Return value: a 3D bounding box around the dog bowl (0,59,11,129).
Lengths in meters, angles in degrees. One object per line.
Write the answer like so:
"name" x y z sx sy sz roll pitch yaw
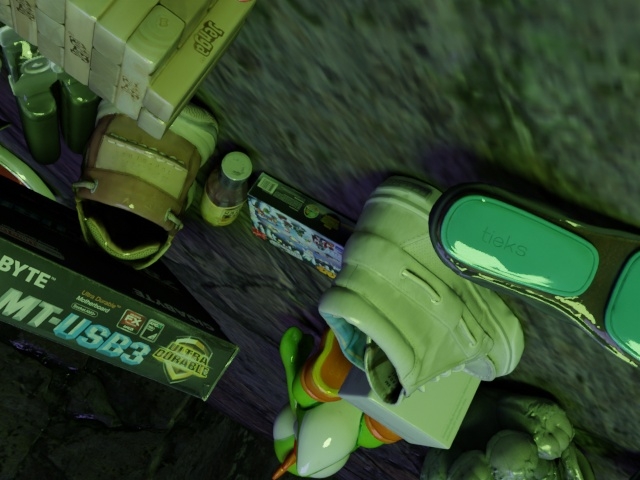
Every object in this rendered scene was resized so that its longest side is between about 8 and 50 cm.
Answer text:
"dog bowl" -0.397 -0.206 0.540 0.349 0.102 0.348 37 157 19

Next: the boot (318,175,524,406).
"boot" 0.077 0.074 0.536 0.095 0.123 0.258 15 154 41

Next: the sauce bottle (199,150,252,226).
"sauce bottle" -0.085 -0.045 0.622 0.042 0.042 0.128 35 162 -5

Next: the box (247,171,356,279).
"box" 0.000 0.000 0.622 0.137 0.027 0.094 29 161 10

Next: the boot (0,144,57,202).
"boot" -0.544 -0.074 1.056 0.088 0.176 0.244 6 149 48

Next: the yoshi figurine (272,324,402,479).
"yoshi figurine" 0.033 0.218 0.953 0.203 0.203 0.362 -3 152 -20

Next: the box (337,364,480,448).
"box" 0.093 0.141 0.703 0.102 0.101 0.087 35 160 -9

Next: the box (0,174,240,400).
"box" -0.262 0.020 0.688 0.296 0.073 0.293 32 179 -35

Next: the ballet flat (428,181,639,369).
"ballet flat" 0.156 0.022 0.395 0.203 0.074 0.074 25 160 3

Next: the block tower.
"block tower" -0.192 -0.200 0.354 0.336 0.097 0.091 35 160 -12

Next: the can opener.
"can opener" -0.239 -0.151 0.604 0.095 0.076 0.283 67 158 1

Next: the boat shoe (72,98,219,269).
"boat shoe" -0.182 -0.037 0.648 0.123 0.116 0.324 19 163 -10

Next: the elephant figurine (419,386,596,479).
"elephant figurine" 0.223 0.276 0.712 0.239 0.186 0.169 48 140 -15

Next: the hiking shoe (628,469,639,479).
"hiking shoe" 0.406 0.273 0.563 0.132 0.113 0.304 31 171 -28
